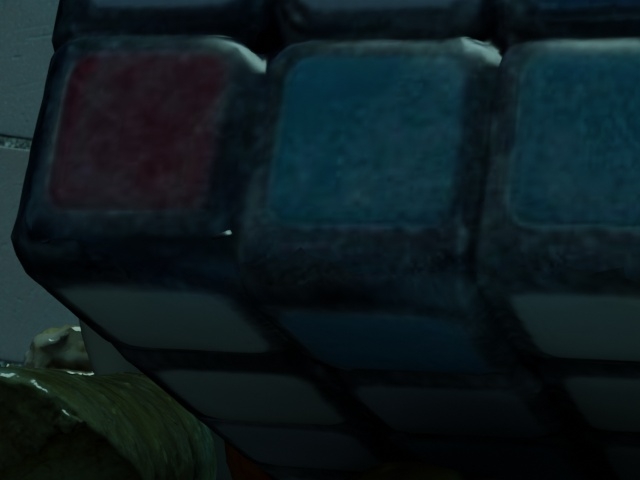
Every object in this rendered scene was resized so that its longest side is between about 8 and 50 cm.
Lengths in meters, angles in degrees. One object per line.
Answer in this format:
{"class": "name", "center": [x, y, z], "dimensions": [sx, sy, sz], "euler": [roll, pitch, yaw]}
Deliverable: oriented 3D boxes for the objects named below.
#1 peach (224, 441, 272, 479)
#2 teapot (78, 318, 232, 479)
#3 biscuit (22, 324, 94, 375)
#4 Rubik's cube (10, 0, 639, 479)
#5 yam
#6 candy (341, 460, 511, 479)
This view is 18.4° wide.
{"class": "peach", "center": [0.094, 0.073, 0.805], "dimensions": [0.257, 0.232, 0.232], "euler": [7, -2, 39]}
{"class": "teapot", "center": [0.000, 0.000, 1.115], "dimensions": [0.252, 0.280, 0.424], "euler": [22, 10, 0]}
{"class": "biscuit", "center": [0.010, 0.130, 1.314], "dimensions": [0.426, 0.078, 0.144], "euler": [7, -25, -10]}
{"class": "Rubik's cube", "center": [0.119, -0.067, 0.571], "dimensions": [0.292, 0.287, 0.293], "euler": [0, -22, 22]}
{"class": "yam", "center": [-0.113, 0.105, 0.899], "dimensions": [0.106, 0.106, 0.259], "euler": [7, -2, 9]}
{"class": "candy", "center": [0.021, 0.113, 0.532], "dimensions": [0.143, 0.101, 0.271], "euler": [14, -8, -6]}
